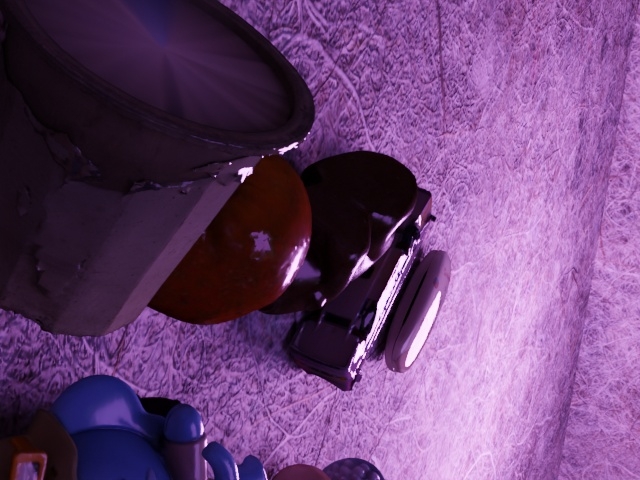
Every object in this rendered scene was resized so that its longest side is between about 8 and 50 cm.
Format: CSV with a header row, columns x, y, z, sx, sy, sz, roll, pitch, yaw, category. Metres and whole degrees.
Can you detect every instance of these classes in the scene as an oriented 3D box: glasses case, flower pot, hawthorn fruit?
x,y,z,sx,sy,sz,roll,pitch,yaw,category
0.148,0.105,1.582,0.204,0.051,0.081,-64,152,-24,glasses case
-0.142,-0.052,0.677,0.202,0.212,0.212,-56,164,24,flower pot
-0.093,-0.015,0.868,0.189,0.189,0.189,-42,140,-51,hawthorn fruit

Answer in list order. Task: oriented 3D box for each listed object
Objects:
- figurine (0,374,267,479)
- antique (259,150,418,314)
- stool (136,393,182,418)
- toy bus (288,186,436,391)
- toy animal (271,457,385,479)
x,y,z,sx,sy,sz,roll,pitch,yaw,category
-0.146,0.206,0.825,0.262,0.154,0.180,2,122,-28,figurine
0.000,0.000,1.134,0.143,0.121,0.257,-58,169,32,antique
-0.153,0.199,0.944,0.096,0.096,0.110,-34,129,-56,stool
0.057,0.056,1.320,0.274,0.090,0.112,-61,161,-26,toy bus
0.007,0.394,1.280,0.229,0.210,0.221,-35,138,-80,toy animal
